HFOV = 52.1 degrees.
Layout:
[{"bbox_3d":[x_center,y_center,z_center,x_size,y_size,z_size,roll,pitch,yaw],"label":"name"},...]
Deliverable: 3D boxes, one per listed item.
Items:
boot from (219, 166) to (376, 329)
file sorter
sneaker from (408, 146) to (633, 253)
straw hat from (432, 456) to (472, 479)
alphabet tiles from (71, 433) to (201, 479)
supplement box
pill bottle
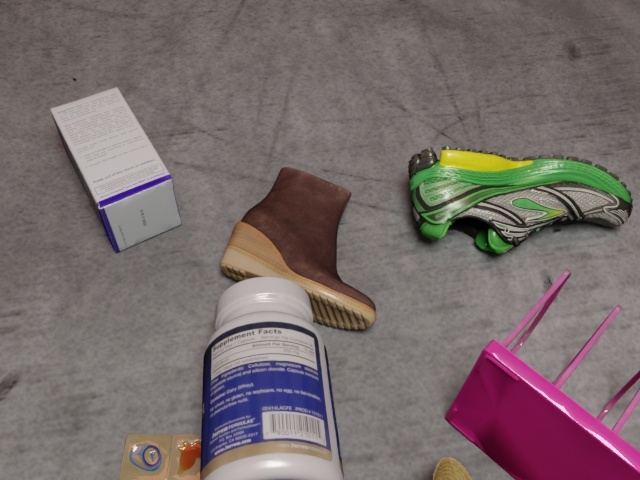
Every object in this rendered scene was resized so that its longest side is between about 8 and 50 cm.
[{"bbox_3d":[0.000,0.000,0.940,0.248,0.090,0.207,23,59,17],"label":"boot"},{"bbox_3d":[0.330,0.205,0.747,0.290,0.202,0.182,39,61,22],"label":"file sorter"},{"bbox_3d":[0.298,-0.046,0.986,0.343,0.134,0.146,3,80,-5],"label":"sneaker"},{"bbox_3d":[0.135,0.324,0.735,0.061,0.144,0.144,-27,50,28],"label":"straw hat"},{"bbox_3d":[-0.127,0.359,0.734,0.342,0.011,0.285,1,55,-2],"label":"alphabet tiles"},{"bbox_3d":[-0.309,-0.111,0.991,0.114,0.111,0.220,-26,60,-19],"label":"supplement box"},{"bbox_3d":[-0.061,0.179,0.766,0.153,0.153,0.265,-3,45,-5],"label":"pill bottle"}]
